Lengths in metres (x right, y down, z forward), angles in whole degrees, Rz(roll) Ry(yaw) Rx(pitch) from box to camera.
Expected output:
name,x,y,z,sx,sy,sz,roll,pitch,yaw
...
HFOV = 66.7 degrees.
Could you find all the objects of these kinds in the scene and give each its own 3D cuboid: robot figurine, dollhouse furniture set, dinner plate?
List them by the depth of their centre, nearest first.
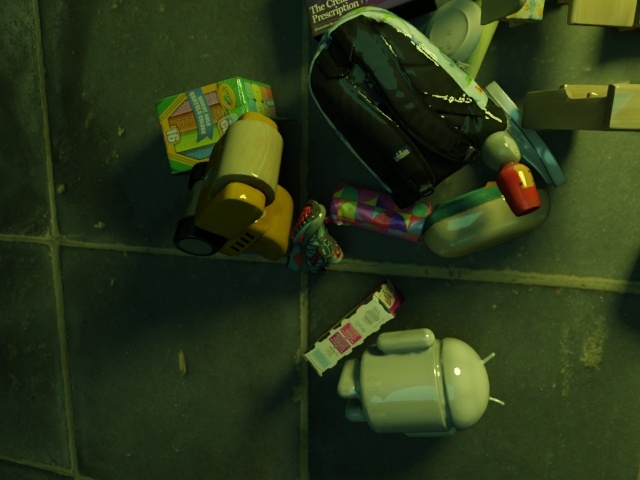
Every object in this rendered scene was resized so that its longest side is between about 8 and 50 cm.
name,x,y,z,sx,sy,sz,roll,pitch,yaw
dollhouse furniture set,0.487,-0.381,0.796,0.362,0.256,0.394,-1,104,-9
dinner plate,0.271,-0.433,1.015,0.141,0.017,0.141,2,93,47
robot figurine,0.221,0.329,1.102,0.353,0.200,0.300,-11,116,19

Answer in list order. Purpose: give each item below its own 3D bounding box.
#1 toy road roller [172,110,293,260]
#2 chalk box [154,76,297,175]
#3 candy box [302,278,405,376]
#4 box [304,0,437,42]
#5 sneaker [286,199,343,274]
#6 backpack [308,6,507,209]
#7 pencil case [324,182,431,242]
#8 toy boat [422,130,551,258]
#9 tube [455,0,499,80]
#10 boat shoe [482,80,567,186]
name,x,y,z,sx,sy,sz,roll,pitch,yaw
toy road roller,-0.140,-0.082,1.022,0.329,0.241,0.202,-33,43,49
chalk box,-0.203,-0.271,1.146,0.289,0.180,0.179,-10,97,18
candy box,0.082,0.200,1.146,0.233,0.159,0.071,-44,83,19
box,0.096,-0.551,1.037,0.261,0.103,0.184,-13,89,20
sneaker,0.000,0.000,1.127,0.125,0.262,0.104,20,62,2
backpack,0.140,-0.290,0.976,0.355,0.273,0.290,32,128,-22
pencil case,0.134,-0.061,1.117,0.236,0.104,0.104,12,103,16
toy boat,0.332,-0.081,0.944,0.267,0.318,0.148,-17,73,-2
tube,0.316,-0.408,1.019,0.062,0.070,0.240,13,113,-26
boat shoe,0.406,-0.207,1.015,0.084,0.095,0.258,-38,76,24
